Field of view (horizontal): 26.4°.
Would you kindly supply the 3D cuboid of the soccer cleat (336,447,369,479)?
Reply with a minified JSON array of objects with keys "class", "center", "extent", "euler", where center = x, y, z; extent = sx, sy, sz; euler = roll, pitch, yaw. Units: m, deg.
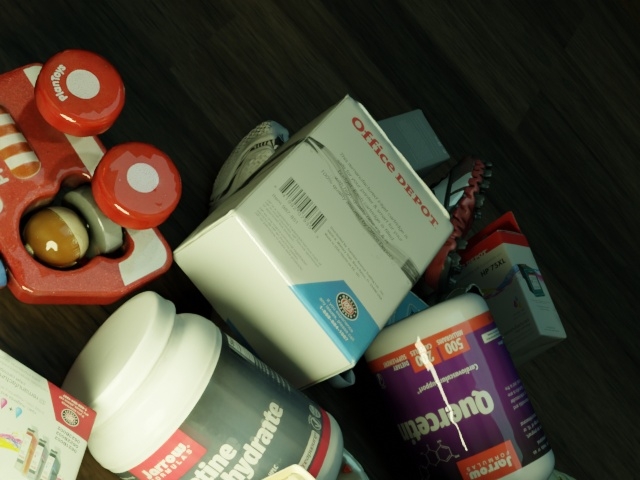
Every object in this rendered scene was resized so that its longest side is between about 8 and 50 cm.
[{"class":"soccer cleat","center":[-0.004,0.256,1.675],"extent":[0.196,0.068,0.076],"euler":[44,15,4]}]

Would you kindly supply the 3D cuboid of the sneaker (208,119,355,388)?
[{"class":"sneaker","center":[-0.032,0.024,1.809],"extent":[0.210,0.137,0.366],"euler":[28,46,-35]}]

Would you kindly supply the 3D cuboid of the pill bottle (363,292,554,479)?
[{"class":"pill bottle","center":[0.195,0.244,1.823],"extent":[0.181,0.181,0.323],"euler":[-16,81,-55]}]

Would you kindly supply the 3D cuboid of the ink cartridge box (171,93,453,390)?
[{"class":"ink cartridge box","center":[0.000,0.000,1.649],"extent":[0.223,0.129,0.307],"euler":[51,42,-9]}]

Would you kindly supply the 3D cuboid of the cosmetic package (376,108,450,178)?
[{"class":"cosmetic package","center":[0.080,-0.114,2.075],"extent":[0.238,0.127,0.107],"euler":[-17,74,-57]}]

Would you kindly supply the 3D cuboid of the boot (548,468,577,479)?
[{"class":"boot","center":[0.311,0.390,1.949],"extent":[0.165,0.077,0.213],"euler":[38,31,-23]}]

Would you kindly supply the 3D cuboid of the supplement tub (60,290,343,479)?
[{"class":"supplement tub","center":[-0.128,0.200,1.474],"extent":[0.272,0.191,0.191],"euler":[40,36,-20]}]

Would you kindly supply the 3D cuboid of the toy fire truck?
[{"class":"toy fire truck","center":[-0.317,-0.054,1.531],"extent":[0.254,0.169,0.302],"euler":[-28,82,-32]}]

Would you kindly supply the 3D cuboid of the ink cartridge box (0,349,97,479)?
[{"class":"ink cartridge box","center":[-0.314,0.222,1.285],"extent":[0.128,0.127,0.176],"euler":[38,37,-23]}]

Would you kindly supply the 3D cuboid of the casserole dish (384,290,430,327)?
[{"class":"casserole dish","center":[0.125,0.138,1.984],"extent":[0.114,0.037,0.188],"euler":[40,35,-21]}]

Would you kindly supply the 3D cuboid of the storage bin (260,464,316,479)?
[{"class":"storage bin","center":[-0.125,0.357,1.281],"extent":[0.123,0.260,0.262],"euler":[56,33,-3]}]

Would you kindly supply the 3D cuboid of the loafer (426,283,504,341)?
[{"class":"loafer","center":[0.226,0.169,2.031],"extent":[0.094,0.087,0.251],"euler":[15,49,-43]}]

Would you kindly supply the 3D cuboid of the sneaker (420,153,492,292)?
[{"class":"sneaker","center":[0.181,-0.045,2.121],"extent":[0.135,0.098,0.276],"euler":[17,50,12]}]

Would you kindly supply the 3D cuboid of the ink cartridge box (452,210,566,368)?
[{"class":"ink cartridge box","center":[0.273,0.078,2.130],"extent":[0.078,0.134,0.231],"euler":[9,53,-47]}]
